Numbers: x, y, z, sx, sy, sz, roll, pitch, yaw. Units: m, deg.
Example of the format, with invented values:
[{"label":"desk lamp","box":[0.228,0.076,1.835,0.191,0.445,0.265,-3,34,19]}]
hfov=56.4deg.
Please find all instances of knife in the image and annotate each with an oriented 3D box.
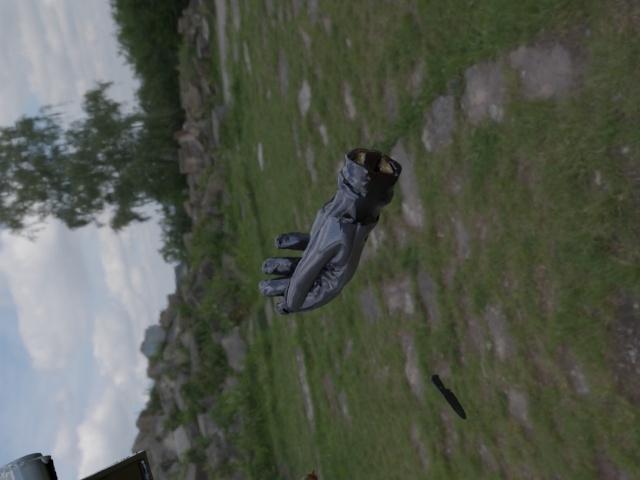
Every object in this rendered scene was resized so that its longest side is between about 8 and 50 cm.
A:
[{"label":"knife","box":[0.271,0.330,1.248,0.170,0.023,0.010,53,-173,-31]}]

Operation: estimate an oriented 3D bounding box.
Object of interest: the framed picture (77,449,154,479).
[{"label":"framed picture","box":[-0.299,0.506,0.912,0.232,0.024,0.315,9,-119,-70]}]

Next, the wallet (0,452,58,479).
[{"label":"wallet","box":[-0.291,0.338,0.562,0.231,0.170,0.069,61,-178,19]}]

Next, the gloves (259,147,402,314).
[{"label":"gloves","box":[0.011,0.002,0.827,0.285,0.119,0.142,-49,4,27]}]

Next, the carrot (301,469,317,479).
[{"label":"carrot","box":[-0.069,0.486,0.978,0.059,0.248,0.059,26,143,21]}]
